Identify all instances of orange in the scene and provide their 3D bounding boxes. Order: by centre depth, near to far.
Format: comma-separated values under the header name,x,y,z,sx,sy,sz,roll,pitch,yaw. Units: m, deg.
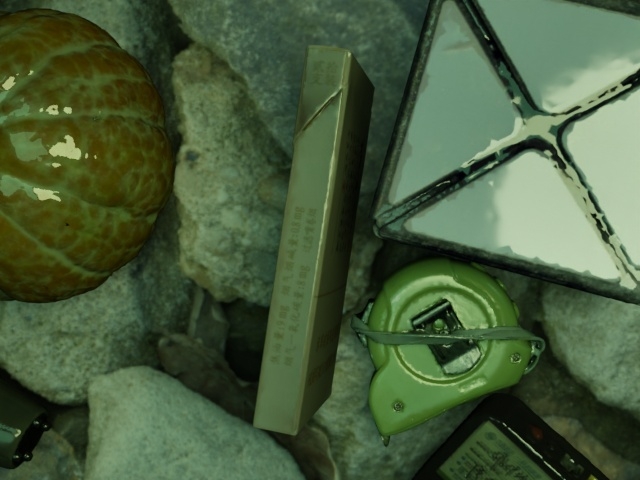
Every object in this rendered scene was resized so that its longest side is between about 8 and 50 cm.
name,x,y,z,sx,sy,sz,roll,pitch,yaw
orange,-0.324,-0.090,0.929,0.330,0.249,0.329,0,90,19

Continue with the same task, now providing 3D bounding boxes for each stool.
name,x,y,z,sx,sy,sz,roll,pitch,yaw
stool,-0.389,0.218,1.021,0.110,0.096,0.096,26,95,6

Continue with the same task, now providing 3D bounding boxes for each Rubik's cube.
name,x,y,z,sx,sy,sz,roll,pitch,yaw
Rubik's cube,0.210,-0.094,0.822,0.260,0.259,0.254,15,92,9

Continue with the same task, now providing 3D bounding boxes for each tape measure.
name,x,y,z,sx,sy,sz,roll,pitch,yaw
tape measure,0.129,0.105,0.913,0.200,0.106,0.175,-23,89,8

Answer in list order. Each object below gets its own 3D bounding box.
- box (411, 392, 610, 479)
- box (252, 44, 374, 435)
name,x,y,z,sx,sy,sz,roll,pitch,yaw
box,0.250,0.332,0.855,0.350,0.058,0.211,43,126,15
box,-0.001,-0.001,0.888,0.051,0.204,0.364,9,92,10
